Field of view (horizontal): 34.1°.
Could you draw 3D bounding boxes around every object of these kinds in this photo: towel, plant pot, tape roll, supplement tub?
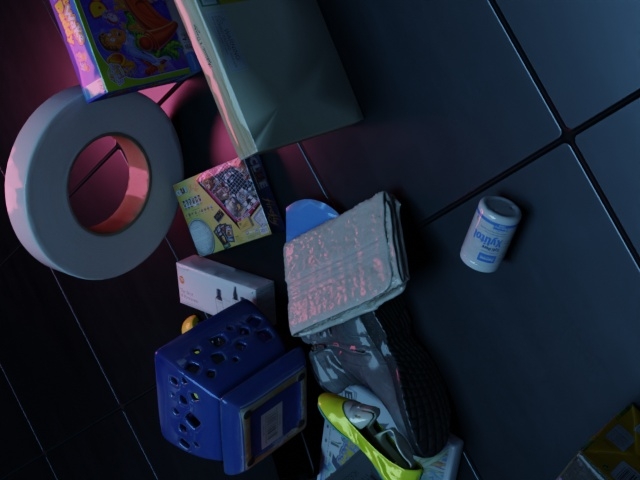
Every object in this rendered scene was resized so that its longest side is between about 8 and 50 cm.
[{"bbox_3d":[0.041,0.044,1.832,0.282,0.049,0.187,-26,59,40],"label":"towel"},{"bbox_3d":[-0.157,0.291,1.990,0.212,0.236,0.236,30,135,34],"label":"plant pot"},{"bbox_3d":[-0.434,-0.115,2.061,0.072,0.392,0.392,14,116,40],"label":"tape roll"},{"bbox_3d":[0.269,-0.011,1.648,0.071,0.071,0.107,36,129,28],"label":"supplement tub"}]

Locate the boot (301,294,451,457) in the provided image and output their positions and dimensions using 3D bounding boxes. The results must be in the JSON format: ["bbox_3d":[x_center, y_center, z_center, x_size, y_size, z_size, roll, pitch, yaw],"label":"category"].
[{"bbox_3d":[0.093,0.248,1.898,0.223,0.118,0.338,-31,73,43],"label":"boot"}]

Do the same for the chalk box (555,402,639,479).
[{"bbox_3d":[0.434,0.429,1.595,0.180,0.179,0.289,43,133,22],"label":"chalk box"}]

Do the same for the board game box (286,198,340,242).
[{"bbox_3d":[0.000,0.000,1.941,0.133,0.033,0.169,13,116,29],"label":"board game box"}]

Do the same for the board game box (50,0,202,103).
[{"bbox_3d":[-0.391,-0.456,1.986,0.078,0.233,0.347,-15,96,47],"label":"board game box"}]

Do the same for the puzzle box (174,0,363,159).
[{"bbox_3d":[-0.102,-0.354,1.722,0.052,0.272,0.409,-22,90,46],"label":"puzzle box"}]

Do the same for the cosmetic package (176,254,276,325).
[{"bbox_3d":[-0.197,0.107,2.158,0.239,0.060,0.099,16,116,39],"label":"cosmetic package"}]

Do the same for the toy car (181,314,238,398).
[{"bbox_3d":[-0.242,0.307,2.289,0.239,0.053,0.225,36,128,29],"label":"toy car"}]

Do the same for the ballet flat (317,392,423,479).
[{"bbox_3d":[0.093,0.334,1.803,0.231,0.077,0.077,47,125,17],"label":"ballet flat"}]

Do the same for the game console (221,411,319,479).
[{"bbox_3d":[-0.130,0.422,2.218,0.361,0.044,0.213,-28,77,50],"label":"game console"}]

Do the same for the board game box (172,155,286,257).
[{"bbox_3d":[-0.186,-0.069,2.086,0.243,0.042,0.165,-16,95,46],"label":"board game box"}]

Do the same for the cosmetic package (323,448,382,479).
[{"bbox_3d":[0.002,0.619,1.962,0.161,0.230,0.453,38,123,18],"label":"cosmetic package"}]

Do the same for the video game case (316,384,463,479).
[{"bbox_3d":[0.121,0.446,2.007,0.300,0.036,0.329,27,124,34],"label":"video game case"}]
